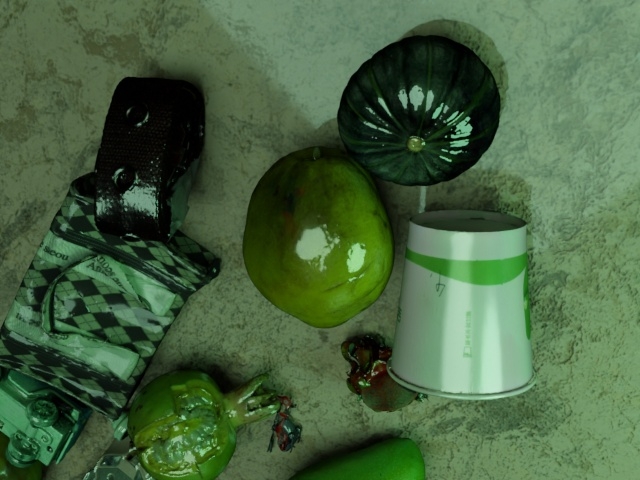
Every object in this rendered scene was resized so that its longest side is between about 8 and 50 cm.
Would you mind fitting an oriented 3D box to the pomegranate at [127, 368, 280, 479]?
[{"bbox_3d":[-0.225,0.345,1.610,0.301,0.236,0.236,-23,103,-5],"label":"pomegranate"}]

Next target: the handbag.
[{"bbox_3d":[-0.410,0.120,1.601,0.316,0.180,0.416,30,110,-5],"label":"handbag"}]

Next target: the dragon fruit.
[{"bbox_3d":[0.112,0.235,1.518,0.138,0.142,0.175,-38,65,0],"label":"dragon fruit"}]

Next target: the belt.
[{"bbox_3d":[-0.303,-0.139,1.423,0.164,0.184,0.289,6,74,10],"label":"belt"}]

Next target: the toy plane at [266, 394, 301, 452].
[{"bbox_3d":[-0.071,0.369,1.659,0.060,0.037,0.145,17,118,21],"label":"toy plane"}]

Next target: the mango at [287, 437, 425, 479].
[{"bbox_3d":[0.041,0.512,1.587,0.382,0.225,0.201,-40,110,7],"label":"mango"}]

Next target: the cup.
[{"bbox_3d":[0.233,0.095,1.367,0.253,0.253,0.274,3,102,15],"label":"cup"}]

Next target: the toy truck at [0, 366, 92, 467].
[{"bbox_3d":[-0.627,0.342,1.739,0.278,0.156,0.155,35,115,6],"label":"toy truck"}]

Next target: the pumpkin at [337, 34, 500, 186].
[{"bbox_3d":[0.149,-0.204,1.292,0.249,0.216,0.250,-7,133,-7],"label":"pumpkin"}]

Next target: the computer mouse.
[{"bbox_3d":[-0.419,0.548,1.786,0.199,0.115,0.389,31,96,19],"label":"computer mouse"}]

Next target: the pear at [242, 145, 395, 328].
[{"bbox_3d":[0.000,0.000,1.376,0.269,0.269,0.321,6,120,14],"label":"pear"}]

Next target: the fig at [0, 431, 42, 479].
[{"bbox_3d":[-0.698,0.507,1.798,0.207,0.207,0.230,-21,109,22],"label":"fig"}]

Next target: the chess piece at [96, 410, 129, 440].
[{"bbox_3d":[-0.434,0.363,1.750,0.103,0.067,0.067,40,116,10],"label":"chess piece"}]
